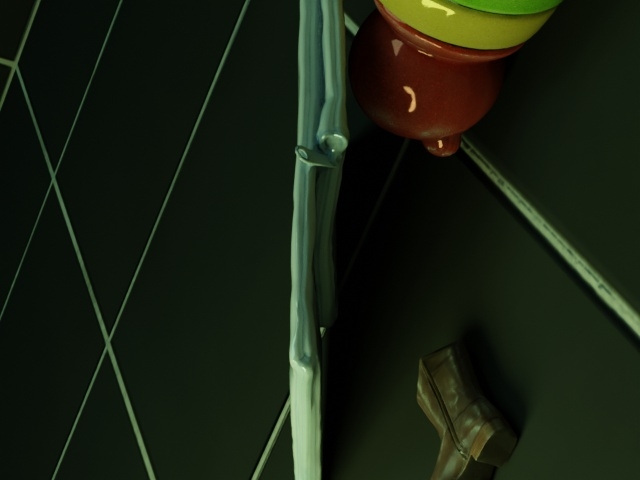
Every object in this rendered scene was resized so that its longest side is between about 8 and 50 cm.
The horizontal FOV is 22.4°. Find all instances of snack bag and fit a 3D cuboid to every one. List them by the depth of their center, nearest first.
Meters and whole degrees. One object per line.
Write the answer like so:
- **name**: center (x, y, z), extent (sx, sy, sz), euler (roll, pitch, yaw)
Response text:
- **snack bag**: center (0.000, 0.000, 1.191), extent (0.323, 0.037, 0.342), euler (91, -179, -62)

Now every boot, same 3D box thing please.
- **boot**: center (0.080, 0.132, 1.084), extent (0.106, 0.037, 0.114), euler (-52, 32, 15)

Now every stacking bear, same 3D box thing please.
- **stacking bear**: center (0.102, -0.192, 1.096), extent (0.175, 0.164, 0.289), euler (37, 133, 19)
